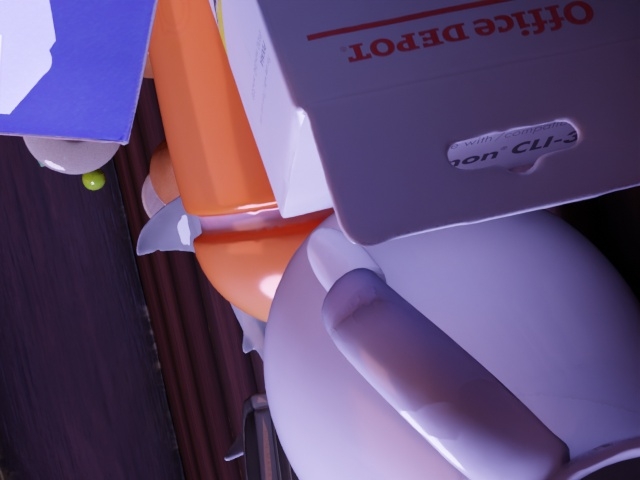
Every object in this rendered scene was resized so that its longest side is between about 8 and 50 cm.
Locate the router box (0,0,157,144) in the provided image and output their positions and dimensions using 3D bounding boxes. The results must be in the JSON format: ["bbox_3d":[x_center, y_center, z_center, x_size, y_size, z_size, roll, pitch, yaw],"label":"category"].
[{"bbox_3d":[-0.067,-0.242,0.384,0.335,0.082,0.301,111,159,-54],"label":"router box"}]

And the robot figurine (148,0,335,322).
[{"bbox_3d":[-0.003,-0.058,0.659,0.158,0.128,0.219,-3,100,58],"label":"robot figurine"}]

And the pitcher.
[{"bbox_3d":[0.043,0.043,0.482,0.178,0.125,0.207,47,-179,-30],"label":"pitcher"}]

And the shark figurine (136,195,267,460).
[{"bbox_3d":[-0.077,0.019,1.200,0.166,0.116,0.278,159,99,-81],"label":"shark figurine"}]

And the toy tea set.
[{"bbox_3d":[-0.195,-0.158,1.362,0.336,0.200,0.124,71,161,-1],"label":"toy tea set"}]

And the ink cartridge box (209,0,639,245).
[{"bbox_3d":[0.027,-0.081,0.489,0.067,0.115,0.198,102,153,-62],"label":"ink cartridge box"}]

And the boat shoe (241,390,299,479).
[{"bbox_3d":[0.027,0.110,0.799,0.307,0.104,0.110,180,85,-81],"label":"boat shoe"}]
